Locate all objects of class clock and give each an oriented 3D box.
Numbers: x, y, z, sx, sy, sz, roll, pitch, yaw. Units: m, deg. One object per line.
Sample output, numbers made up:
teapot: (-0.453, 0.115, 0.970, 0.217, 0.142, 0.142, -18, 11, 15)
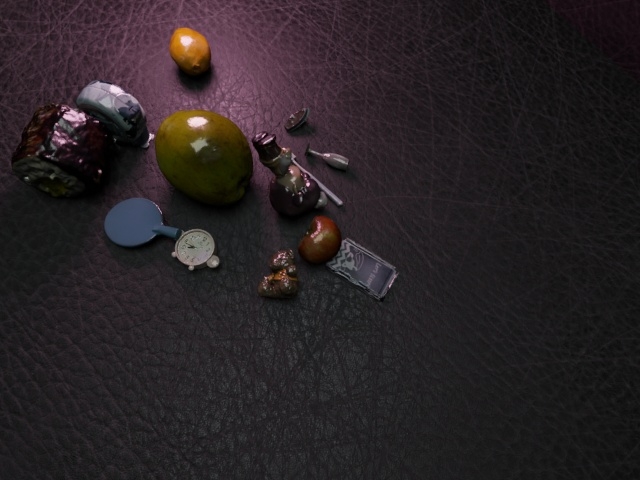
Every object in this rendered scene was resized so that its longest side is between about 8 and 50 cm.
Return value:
clock: (-0.488, 0.037, 1.605, 0.229, 0.063, 0.155, 34, 72, 12)

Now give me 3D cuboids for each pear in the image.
pear: (-0.454, -0.334, 1.616, 0.413, 0.352, 0.352, 39, 71, 0)

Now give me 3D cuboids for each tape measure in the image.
tape measure: (-0.850, -0.518, 1.681, 0.275, 0.256, 0.147, 23, 65, -1)

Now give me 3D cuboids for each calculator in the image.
calculator: (0.169, 0.113, 1.650, 0.274, 0.028, 0.165, 32, 67, 6)

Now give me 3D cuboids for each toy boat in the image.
toy boat: (-0.104, -0.551, 1.863, 0.140, 0.066, 0.059, -39, 87, 12)

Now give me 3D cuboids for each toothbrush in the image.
toothbrush: (-0.029, -0.267, 1.780, 0.030, 0.025, 0.342, -40, 76, -20)

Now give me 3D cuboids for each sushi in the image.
sushi: (-0.988, -0.344, 1.585, 0.300, 0.281, 0.294, 0, 64, 17)

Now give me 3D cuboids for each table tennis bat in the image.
table tennis bat: (-0.700, -0.062, 1.612, 0.329, 0.044, 0.215, 14, 67, 13)

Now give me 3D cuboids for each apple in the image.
apple: (0.000, 0.000, 1.590, 0.160, 0.173, 0.195, 14, 62, 19)

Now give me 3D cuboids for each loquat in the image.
loquat: (-0.596, -0.869, 1.874, 0.176, 0.187, 0.234, -21, 63, 0)

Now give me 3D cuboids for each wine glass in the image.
wine glass: (0.031, -0.366, 1.801, 0.198, 0.066, 0.066, 21, 69, 4)

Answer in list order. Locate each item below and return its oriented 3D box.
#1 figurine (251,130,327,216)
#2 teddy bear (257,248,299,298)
figurine: (-0.129, -0.267, 1.616, 0.218, 0.364, 0.206, 17, 45, 39)
teddy bear: (-0.145, 0.129, 1.565, 0.140, 0.177, 0.190, 19, 60, -47)
